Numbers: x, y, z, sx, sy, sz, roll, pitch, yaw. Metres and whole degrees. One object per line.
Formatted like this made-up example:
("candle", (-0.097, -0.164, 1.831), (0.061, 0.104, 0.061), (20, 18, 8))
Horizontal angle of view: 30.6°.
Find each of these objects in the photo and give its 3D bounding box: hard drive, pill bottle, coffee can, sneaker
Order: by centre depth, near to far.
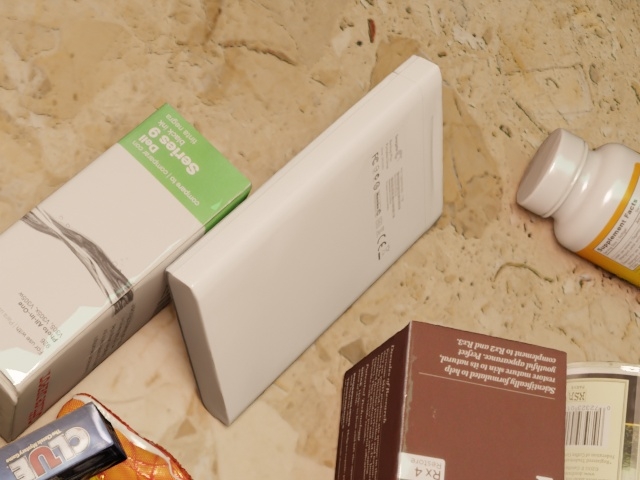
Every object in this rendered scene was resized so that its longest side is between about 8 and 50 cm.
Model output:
("sneaker", (-0.184, 0.220, 1.135), (0.175, 0.064, 0.067), (35, 79, 5))
("coffee can", (0.295, 0.285, 1.175), (0.202, 0.201, 0.275), (17, 65, -11))
("hard drive", (0.000, 0.000, 1.182), (0.047, 0.233, 0.353), (31, 59, 28))
("pill bottle", (0.358, -0.029, 1.354), (0.246, 0.136, 0.136), (28, 64, -6))

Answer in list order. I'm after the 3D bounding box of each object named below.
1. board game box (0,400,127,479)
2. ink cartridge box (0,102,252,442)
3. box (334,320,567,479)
("board game box", (-0.290, 0.222, 1.005), (0.243, 0.165, 0.042), (-27, 79, -11))
("ink cartridge box", (-0.220, 0.034, 1.101), (0.121, 0.211, 0.289), (45, 63, 4))
("box", (0.122, 0.198, 1.153), (0.168, 0.203, 0.167), (13, 66, -13))
